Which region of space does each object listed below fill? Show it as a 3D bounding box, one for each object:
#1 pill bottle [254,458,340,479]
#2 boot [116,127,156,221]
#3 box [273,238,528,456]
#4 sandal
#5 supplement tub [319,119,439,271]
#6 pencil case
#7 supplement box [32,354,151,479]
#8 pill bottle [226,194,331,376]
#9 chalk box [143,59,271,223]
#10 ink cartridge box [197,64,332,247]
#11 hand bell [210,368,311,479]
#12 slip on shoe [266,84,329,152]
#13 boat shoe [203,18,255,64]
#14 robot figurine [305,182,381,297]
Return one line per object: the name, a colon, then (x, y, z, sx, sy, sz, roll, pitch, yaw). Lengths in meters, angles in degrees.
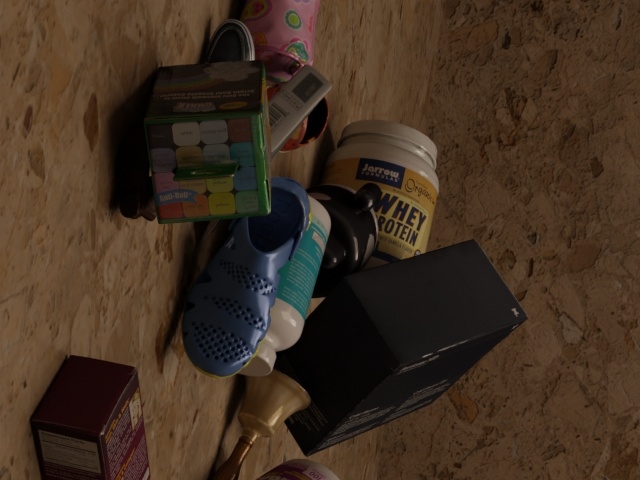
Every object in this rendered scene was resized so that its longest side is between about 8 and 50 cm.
pill bottle: (-0.092, 0.463, 2.030, 0.301, 0.169, 0.169, -22, 123, -55)
boot: (-0.203, -0.075, 1.520, 0.114, 0.037, 0.106, -6, 106, -81)
box: (0.123, 0.180, 2.259, 0.343, 0.179, 0.312, -14, 155, -44)
sandal: (-0.098, 0.033, 1.778, 0.138, 0.126, 0.317, 121, -11, -69)
supplement tub: (0.099, -0.048, 2.501, 0.228, 0.228, 0.316, 72, 29, -66)
pencil case: (-0.042, -0.367, 1.851, 0.124, 0.124, 0.284, 67, 35, -69)
supplement box: (-0.246, 0.231, 1.433, 0.104, 0.080, 0.188, -67, 162, -49)
pill bottle: (-0.081, 0.062, 1.927, 0.146, 0.146, 0.264, 79, 23, -59)
chalk box: (-0.124, -0.104, 1.488, 0.213, 0.132, 0.132, -91, 178, -61)
ink cartridge box: (-0.095, -0.116, 1.801, 0.232, 0.066, 0.189, -43, -173, 44)
hand bell: (-0.122, 0.332, 2.109, 0.126, 0.126, 0.242, 81, 33, -56)
slip on shoe: (-0.033, -0.195, 2.074, 0.331, 0.101, 0.123, -29, 125, -77)
boat shoe: (-0.130, -0.198, 1.688, 0.083, 0.065, 0.183, -2, 103, -82)
robot figurine: (0.003, 0.000, 2.207, 0.278, 0.209, 0.174, -41, 125, -72)
